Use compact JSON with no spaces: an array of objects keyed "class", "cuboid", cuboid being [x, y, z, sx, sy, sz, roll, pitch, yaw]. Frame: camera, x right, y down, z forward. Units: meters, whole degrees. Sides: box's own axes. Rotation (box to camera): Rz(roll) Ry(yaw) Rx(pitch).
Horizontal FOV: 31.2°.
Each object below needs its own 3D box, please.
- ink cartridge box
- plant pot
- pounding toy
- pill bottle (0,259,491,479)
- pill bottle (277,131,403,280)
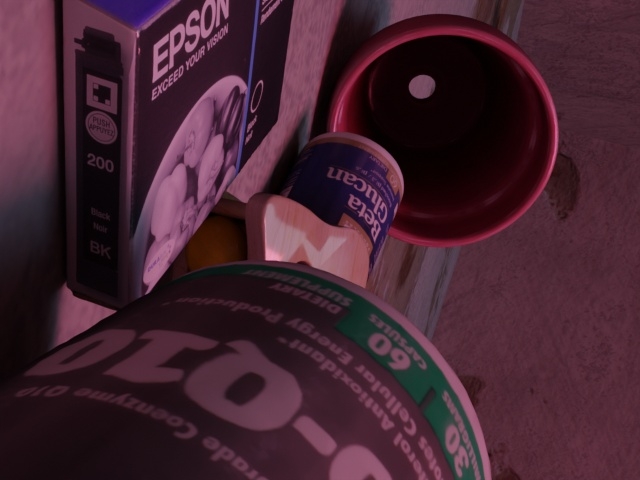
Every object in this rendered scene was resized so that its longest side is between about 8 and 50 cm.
[{"class":"ink cartridge box","cuboid":[-0.062,-0.106,0.562,0.206,0.045,0.208,-59,161,-51]},{"class":"plant pot","cuboid":[0.104,-0.118,1.056,0.180,0.201,0.201,-89,-170,-67]},{"class":"pounding toy","cuboid":[-0.080,0.095,0.699,0.154,0.155,0.269,-6,104,-48]},{"class":"pill bottle","cuboid":[-0.077,0.146,0.376,0.361,0.204,0.204,-37,142,-65]},{"class":"pill bottle","cuboid":[0.000,0.000,0.898,0.094,0.094,0.169,95,15,-46]}]
